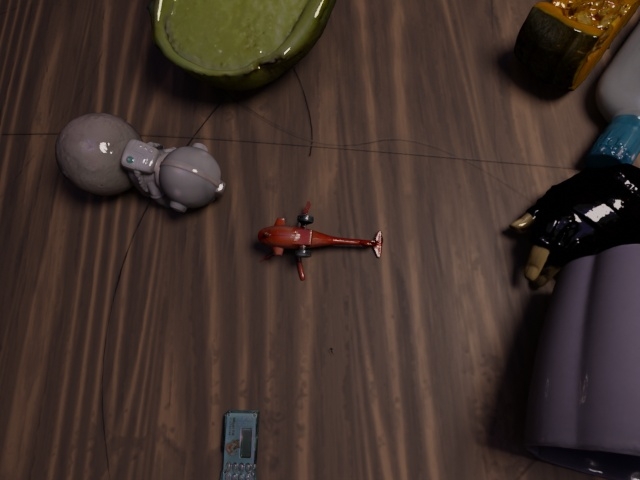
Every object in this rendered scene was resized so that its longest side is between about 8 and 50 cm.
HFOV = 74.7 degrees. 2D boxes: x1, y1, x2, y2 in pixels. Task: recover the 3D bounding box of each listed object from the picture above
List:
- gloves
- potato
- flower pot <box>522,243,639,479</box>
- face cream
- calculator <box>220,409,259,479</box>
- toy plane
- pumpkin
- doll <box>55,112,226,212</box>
[{"bbox_3d":[0.372,-0.015,0.603,0.203,0.124,0.164,-45,54,-15],"label":"gloves"},{"bbox_3d":[-0.140,-0.406,0.768,0.330,0.213,0.280,31,97,6],"label":"potato"},{"bbox_3d":[0.385,0.147,0.482,0.265,0.265,0.243,12,65,12],"label":"flower pot"},{"bbox_3d":[0.531,-0.242,0.661,0.163,0.080,0.337,36,80,16],"label":"face cream"},{"bbox_3d":[-0.120,0.338,0.607,0.057,0.018,0.172,-1,71,6],"label":"calculator"},{"bbox_3d":[-0.002,0.008,0.668,0.194,0.077,0.126,23,86,5],"label":"toy plane"},{"bbox_3d":[0.419,-0.349,0.699,0.248,0.126,0.131,-38,62,-25],"label":"pumpkin"},{"bbox_3d":[-0.298,-0.128,0.716,0.287,0.151,0.151,15,75,9],"label":"doll"}]
